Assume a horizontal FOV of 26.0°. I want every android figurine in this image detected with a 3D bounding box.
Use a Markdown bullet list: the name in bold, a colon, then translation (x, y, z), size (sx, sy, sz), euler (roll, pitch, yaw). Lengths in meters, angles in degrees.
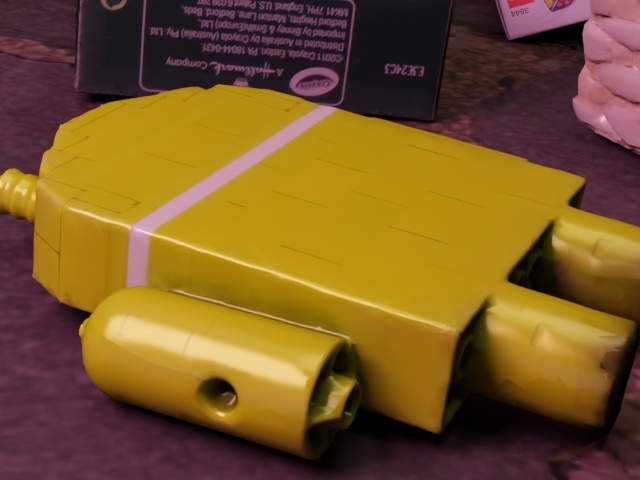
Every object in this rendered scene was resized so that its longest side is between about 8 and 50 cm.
- **android figurine**: translation (0.000, 0.000, 0.557), size (0.273, 0.056, 0.248), euler (15, 27, 19)

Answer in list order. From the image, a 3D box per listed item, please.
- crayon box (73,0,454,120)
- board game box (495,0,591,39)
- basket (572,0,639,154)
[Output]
- **crayon box**: translation (-0.042, -0.179, 0.889), size (0.203, 0.083, 0.323), euler (4, 28, -6)
- **board game box**: translation (0.275, -0.229, 0.984), size (0.305, 0.053, 0.193), euler (-13, 21, 14)
- **basket**: translation (0.334, -0.161, 0.663), size (0.266, 0.328, 0.331), euler (-15, 31, -29)
